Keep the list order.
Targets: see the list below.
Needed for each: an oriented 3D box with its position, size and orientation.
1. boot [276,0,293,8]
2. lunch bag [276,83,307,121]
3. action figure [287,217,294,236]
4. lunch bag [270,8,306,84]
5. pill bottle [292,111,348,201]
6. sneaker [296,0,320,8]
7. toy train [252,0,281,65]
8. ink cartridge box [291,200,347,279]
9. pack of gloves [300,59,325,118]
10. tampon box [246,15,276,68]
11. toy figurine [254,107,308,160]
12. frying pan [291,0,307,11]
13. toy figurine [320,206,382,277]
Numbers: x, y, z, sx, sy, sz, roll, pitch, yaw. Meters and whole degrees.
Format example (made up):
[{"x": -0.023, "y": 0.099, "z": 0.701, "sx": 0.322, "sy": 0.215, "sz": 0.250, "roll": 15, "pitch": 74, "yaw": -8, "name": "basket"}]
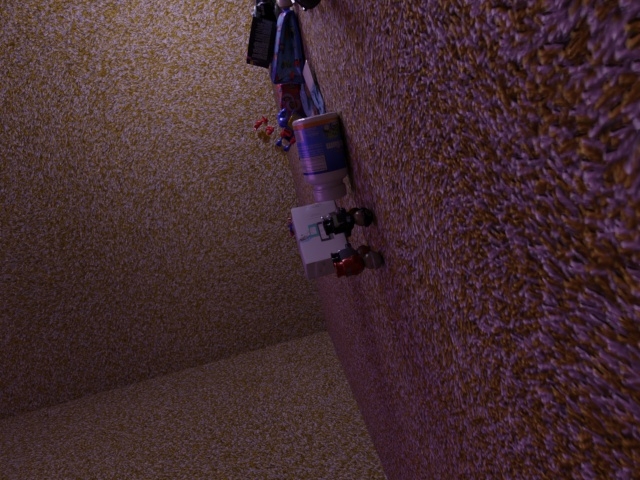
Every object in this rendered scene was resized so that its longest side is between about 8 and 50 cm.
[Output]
[{"x": -0.162, "y": -1.009, "z": 1.653, "sx": 0.165, "sy": 0.077, "sz": 0.213, "roll": 85, "pitch": 164, "yaw": -59, "name": "boot"}, {"x": -0.143, "y": -0.646, "z": 2.103, "sx": 0.258, "sy": 0.120, "sz": 0.293, "roll": -111, "pitch": 8, "yaw": -50, "name": "lunch bag"}, {"x": -0.137, "y": -0.055, "z": 2.005, "sx": 0.115, "sy": 0.030, "sz": 0.038, "roll": 81, "pitch": 170, "yaw": -51, "name": "action figure"}, {"x": -0.143, "y": -0.808, "z": 1.800, "sx": 0.221, "sy": 0.138, "sz": 0.293, "roll": -110, "pitch": 18, "yaw": -63, "name": "lunch bag"}, {"x": 0.009, "y": -0.272, "z": 1.440, "sx": 0.152, "sy": 0.152, "sz": 0.271, "roll": -125, "pitch": 21, "yaw": -74, "name": "pill bottle"}, {"x": -0.045, "y": -0.706, "z": 1.196, "sx": 0.108, "sy": 0.100, "sz": 0.271, "roll": 84, "pitch": 174, "yaw": -56, "name": "sneaker"}, {"x": -0.244, "y": -1.025, "z": 2.130, "sx": 0.190, "sy": 0.142, "sz": 0.333, "roll": -97, "pitch": -2, "yaw": -51, "name": "toy train"}, {"x": 0.000, "y": 0.000, "z": 1.916, "sx": 0.198, "sy": 0.197, "sz": 0.270, "roll": 89, "pitch": 166, "yaw": -66, "name": "ink cartridge box"}, {"x": -0.019, "y": -0.539, "z": 1.687, "sx": 0.195, "sy": 0.046, "sz": 0.232, "roll": 125, "pitch": 128, "yaw": -67, "name": "pack of gloves"}, {"x": -0.250, "y": -0.824, "z": 1.829, "sx": 0.120, "sy": 0.102, "sz": 0.160, "roll": -149, "pitch": 69, "yaw": -77, "name": "tampon box"}, {"x": -0.083, "y": -0.486, "z": 1.932, "sx": 0.363, "sy": 0.217, "sz": 0.191, "roll": 34, "pitch": 160, "yaw": -8, "name": "toy figurine"}, {"x": -0.076, "y": -0.845, "z": 1.366, "sx": 0.326, "sy": 0.053, "sz": 0.197, "roll": -116, "pitch": 13, "yaw": -54, "name": "frying pan"}, {"x": 0.096, "y": -0.003, "z": 1.358, "sx": 0.209, "sy": 0.148, "sz": 0.212, "roll": -106, "pitch": 0, "yaw": -82, "name": "toy figurine"}]
